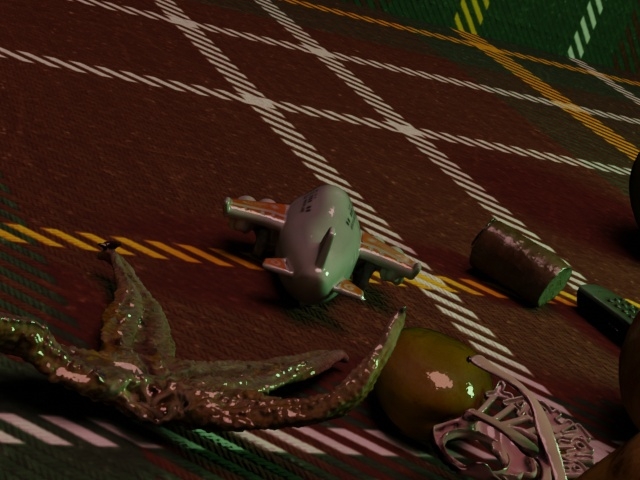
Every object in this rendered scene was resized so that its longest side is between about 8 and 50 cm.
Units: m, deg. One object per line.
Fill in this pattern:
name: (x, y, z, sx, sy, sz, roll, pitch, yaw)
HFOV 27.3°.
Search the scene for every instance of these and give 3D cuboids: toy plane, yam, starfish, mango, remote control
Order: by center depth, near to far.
starfish: (-0.126, 0.089, 1.205, 0.397, 0.132, 0.384, 8, 14, 4)
mango: (0.113, 0.142, 1.357, 0.130, 0.092, 0.195, 14, 13, -12)
toy plane: (0.000, 0.000, 1.548, 0.244, 0.118, 0.245, 17, 22, -7)
remote control: (0.427, 0.125, 1.744, 0.072, 0.042, 0.222, -1, 31, -43)
yam: (0.268, 0.033, 1.776, 0.127, 0.084, 0.084, 37, 26, 27)

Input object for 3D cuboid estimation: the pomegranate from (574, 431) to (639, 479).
pomegranate: (0.300, 0.259, 0.962, 0.281, 0.281, 0.281, 18, 21, -7)

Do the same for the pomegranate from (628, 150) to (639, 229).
pomegranate: (0.644, -0.035, 2.138, 0.309, 0.216, 0.359, -3, 61, -47)

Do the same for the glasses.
glasses: (0.206, 0.189, 1.184, 0.162, 0.095, 0.255, 9, 28, -27)

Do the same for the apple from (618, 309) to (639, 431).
apple: (0.490, 0.146, 1.466, 0.309, 0.250, 0.277, 0, 28, -47)

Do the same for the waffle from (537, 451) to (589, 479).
waffle: (0.226, 0.251, 1.239, 0.149, 0.051, 0.194, 31, 23, 20)
